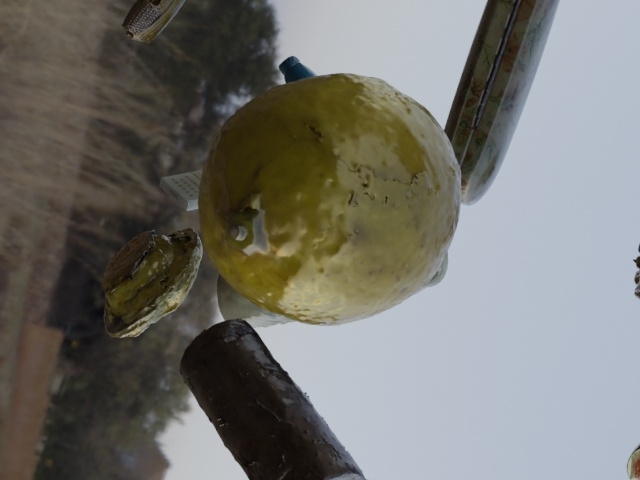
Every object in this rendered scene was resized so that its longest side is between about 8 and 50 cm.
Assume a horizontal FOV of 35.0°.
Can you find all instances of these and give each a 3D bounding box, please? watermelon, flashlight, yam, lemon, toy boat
[{"bbox_3d":[0.691,0.448,2.090,0.125,0.135,0.094,-34,-122,-1],"label":"watermelon"},{"bbox_3d":[-0.003,-0.165,1.197,0.051,0.129,0.051,-31,166,-9],"label":"flashlight"},{"bbox_3d":[-0.069,0.224,1.259,0.279,0.131,0.131,50,-52,31],"label":"yam"},{"bbox_3d":[0.005,-0.041,1.008,0.310,0.253,0.253,-14,137,-52],"label":"lemon"},{"bbox_3d":[-0.211,-0.332,1.361,0.047,0.049,0.149,36,-88,38],"label":"toy boat"}]

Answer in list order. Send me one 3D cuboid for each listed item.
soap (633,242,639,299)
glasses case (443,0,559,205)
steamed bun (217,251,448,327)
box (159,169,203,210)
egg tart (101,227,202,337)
[{"bbox_3d":[0.650,0.109,1.655,0.143,0.281,0.259,-50,-179,25],"label":"soap"},{"bbox_3d":[0.257,-0.254,1.421,0.156,0.098,0.425,-24,133,-76],"label":"glasses case"},{"bbox_3d":[0.000,0.000,1.606,0.352,0.339,0.247,163,-84,-70],"label":"steamed bun"},{"bbox_3d":[-0.191,-0.097,1.803,0.090,0.167,0.024,39,-51,37],"label":"box"},{"bbox_3d":[-0.309,0.061,1.779,0.241,0.106,0.241,-34,-152,21],"label":"egg tart"}]
